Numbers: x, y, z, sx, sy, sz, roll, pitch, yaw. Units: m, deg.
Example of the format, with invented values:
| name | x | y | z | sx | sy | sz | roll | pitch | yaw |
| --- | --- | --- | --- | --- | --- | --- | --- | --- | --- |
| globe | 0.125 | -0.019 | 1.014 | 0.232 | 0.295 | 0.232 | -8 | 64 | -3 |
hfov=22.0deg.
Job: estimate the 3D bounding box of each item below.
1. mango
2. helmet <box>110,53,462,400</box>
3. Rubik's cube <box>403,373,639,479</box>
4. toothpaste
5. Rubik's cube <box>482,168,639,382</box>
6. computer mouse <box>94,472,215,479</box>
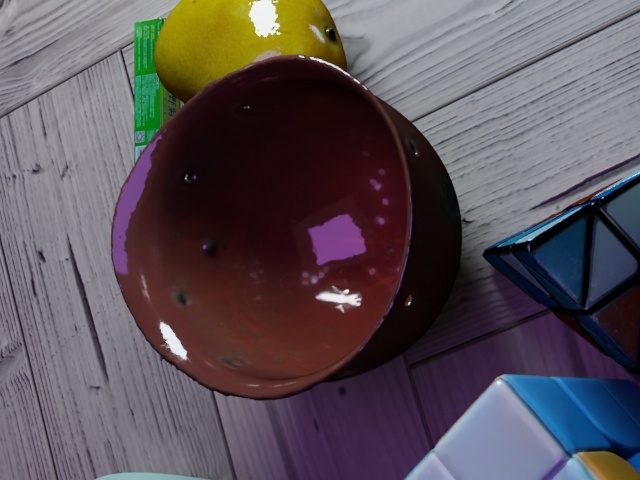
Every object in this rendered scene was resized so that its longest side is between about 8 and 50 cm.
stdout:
| name | x | y | z | sx | sy | sz | roll | pitch | yaw |
| --- | --- | --- | --- | --- | --- | --- | --- | --- | --- |
| mango | -0.079 | -0.212 | 1.816 | 0.254 | 0.139 | 0.175 | 28 | 93 | 37 |
| helmet | 0.000 | 0.000 | 1.690 | 0.385 | 0.230 | 0.337 | -9 | 78 | 40 |
| Rubik's cube | 0.222 | 0.317 | 1.480 | 0.291 | 0.292 | 0.290 | -49 | 63 | 19 |
| toothpaste | -0.192 | -0.171 | 1.942 | 0.043 | 0.037 | 0.178 | -6 | 82 | 35 |
| Rubik's cube | 0.297 | -0.025 | 1.611 | 0.234 | 0.284 | 0.250 | -49 | 27 | -3 |
| computer mouse | -0.163 | 0.342 | 1.834 | 0.288 | 0.097 | 0.159 | 5 | 85 | 33 |
